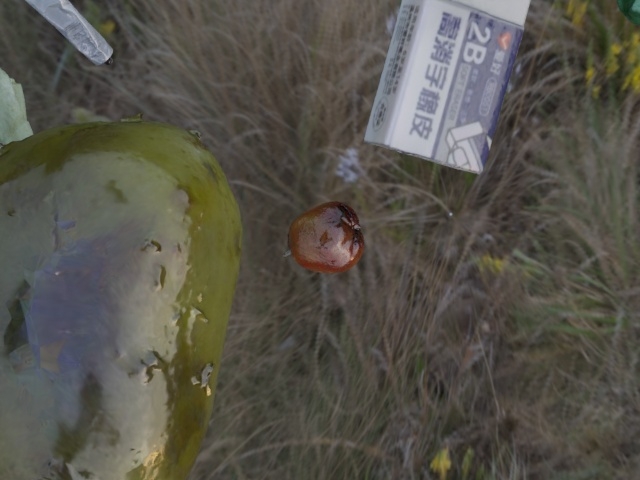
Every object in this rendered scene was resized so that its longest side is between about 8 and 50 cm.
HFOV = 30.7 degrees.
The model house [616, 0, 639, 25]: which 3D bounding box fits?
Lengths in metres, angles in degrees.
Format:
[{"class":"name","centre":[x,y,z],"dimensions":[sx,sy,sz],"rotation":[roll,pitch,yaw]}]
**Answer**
[{"class":"model house","centre":[0.296,-0.307,0.985],"dimensions":[0.194,0.325,0.267],"rotation":[-26,90,13]}]

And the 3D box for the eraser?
[{"class":"eraser","centre":[0.135,-0.184,1.203],"dimensions":[0.125,0.068,0.210],"rotation":[13,94,-24]}]

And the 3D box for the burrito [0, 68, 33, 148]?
[{"class":"burrito","centre":[-0.292,-0.112,1.055],"dimensions":[0.044,0.074,0.118],"rotation":[-31,53,21]}]

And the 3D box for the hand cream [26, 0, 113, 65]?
[{"class":"hand cream","centre":[-0.202,-0.175,0.944],"dimensions":[0.030,0.019,0.093],"rotation":[-22,132,26]}]

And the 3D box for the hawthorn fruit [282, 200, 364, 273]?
[{"class":"hawthorn fruit","centre":[0.006,-0.002,1.147],"dimensions":[0.077,0.077,0.077],"rotation":[0,91,6]}]

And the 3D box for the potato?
[{"class":"potato","centre":[-0.162,0.061,0.807],"dimensions":[0.210,0.173,0.307],"rotation":[3,82,0]}]
